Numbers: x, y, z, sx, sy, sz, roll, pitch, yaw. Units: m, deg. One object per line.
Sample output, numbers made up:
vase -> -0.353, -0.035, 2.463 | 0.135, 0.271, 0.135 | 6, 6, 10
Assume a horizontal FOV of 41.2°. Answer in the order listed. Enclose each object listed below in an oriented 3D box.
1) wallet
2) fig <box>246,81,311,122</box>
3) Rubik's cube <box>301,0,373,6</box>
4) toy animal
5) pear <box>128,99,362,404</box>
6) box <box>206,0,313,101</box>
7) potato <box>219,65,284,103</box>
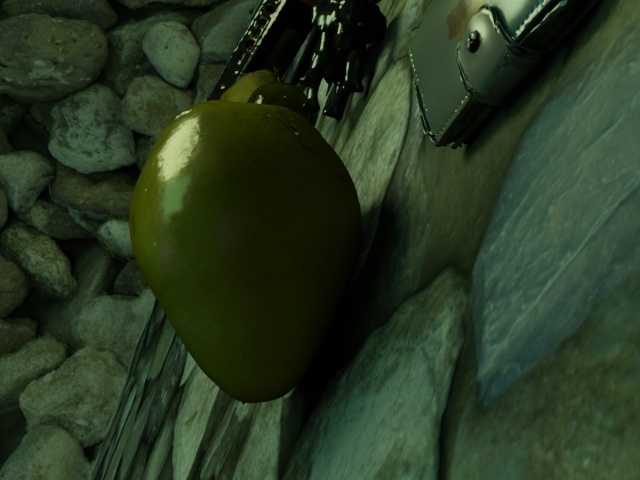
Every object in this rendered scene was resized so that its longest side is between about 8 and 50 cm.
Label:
wallet -> 0.159, -0.203, 0.767 | 0.231, 0.070, 0.170 | 124, 144, -51
fig -> -0.054, -0.272, 1.593 | 0.124, 0.124, 0.236 | -49, 10, 53
Rubik's cube -> 0.013, -0.558, 1.440 | 0.255, 0.259, 0.260 | -173, 103, -74
toy animal -> 0.022, -0.288, 1.296 | 0.245, 0.115, 0.146 | 154, 135, -69
pear -> -0.093, 0.008, 0.978 | 0.285, 0.285, 0.336 | 142, 145, -63
box -> -0.104, -0.425, 1.832 | 0.350, 0.058, 0.211 | -55, -10, 20
potato -> -0.132, -0.237, 1.716 | 0.140, 0.173, 0.300 | -13, 41, 19
